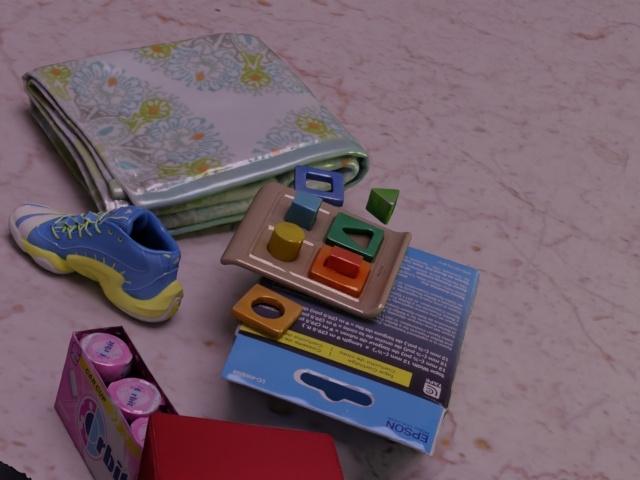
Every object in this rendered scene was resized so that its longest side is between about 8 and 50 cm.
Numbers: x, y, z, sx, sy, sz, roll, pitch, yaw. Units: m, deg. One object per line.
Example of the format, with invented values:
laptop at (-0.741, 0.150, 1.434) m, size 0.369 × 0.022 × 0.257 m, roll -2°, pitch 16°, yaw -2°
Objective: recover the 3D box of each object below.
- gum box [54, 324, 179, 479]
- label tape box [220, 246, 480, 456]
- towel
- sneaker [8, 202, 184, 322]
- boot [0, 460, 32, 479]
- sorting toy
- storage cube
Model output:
gum box at (-0.205, 0.192, 1.806) m, size 0.062 × 0.107 × 0.188 m, roll -7°, pitch 42°, yaw -33°
label tape box at (0.032, 0.127, 2.007) m, size 0.249 × 0.115 × 0.348 m, roll 19°, pitch 37°, yaw 2°
towel at (-0.167, -0.150, 2.280) m, size 0.374 × 0.090 × 0.320 m, roll -13°, pitch 46°, yaw -28°
sneaker at (-0.254, -0.009, 2.042) m, size 0.240 × 0.126 × 0.091 m, roll 29°, pitch 35°, yaw 13°
boot at (-0.304, 0.298, 1.623) m, size 0.246 × 0.094 × 0.207 m, roll 16°, pitch 38°, yaw 7°
sorting toy at (0.000, 0.000, 2.028) m, size 0.196 × 0.047 × 0.348 m, roll 19°, pitch 35°, yaw 4°
storage cube at (-0.085, 0.295, 1.632) m, size 0.215 × 0.184 × 0.193 m, roll 9°, pitch 26°, yaw -14°
